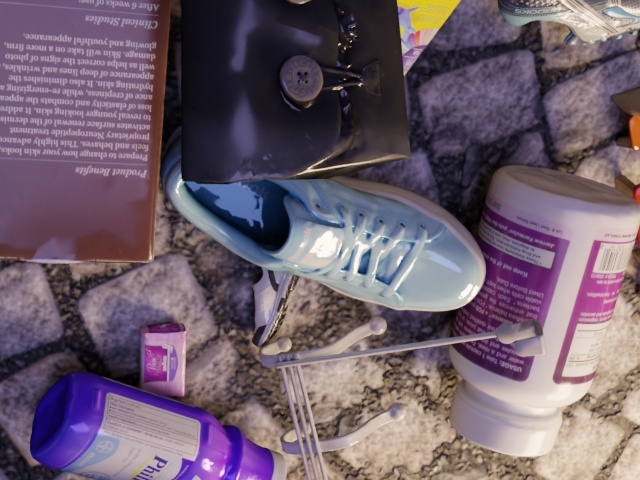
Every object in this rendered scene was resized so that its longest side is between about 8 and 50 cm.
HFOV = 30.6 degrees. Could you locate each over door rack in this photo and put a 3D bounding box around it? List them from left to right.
[{"bbox_3d":[0.112,0.206,1.280,0.324,0.108,0.239,-6,107,24],"label":"over door rack"}]

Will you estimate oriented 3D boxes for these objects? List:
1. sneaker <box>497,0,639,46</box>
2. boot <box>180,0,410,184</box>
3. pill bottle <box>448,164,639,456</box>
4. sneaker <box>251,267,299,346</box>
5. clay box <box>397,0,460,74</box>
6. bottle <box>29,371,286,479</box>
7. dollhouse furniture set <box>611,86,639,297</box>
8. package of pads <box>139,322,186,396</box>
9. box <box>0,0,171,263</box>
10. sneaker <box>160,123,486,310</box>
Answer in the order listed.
[{"bbox_3d":[0.312,-0.269,1.259,0.283,0.110,0.122,5,135,-23],"label":"sneaker"},{"bbox_3d":[-0.105,-0.263,0.971,0.367,0.146,0.445,-6,102,-21],"label":"boot"},{"bbox_3d":[0.239,0.080,1.311,0.169,0.169,0.302,8,106,-17],"label":"pill bottle"},{"bbox_3d":[-0.058,0.068,1.304,0.043,0.040,0.109,24,110,11],"label":"sneaker"},{"bbox_3d":[0.054,-0.226,1.163,0.127,0.053,0.222,5,142,-32],"label":"clay box"},{"bbox_3d":[-0.170,0.229,1.285,0.283,0.092,0.118,24,137,-30],"label":"bottle"},{"bbox_3d":[0.478,-0.059,1.342,0.259,0.135,0.262,-17,112,-9],"label":"dollhouse furniture set"},{"bbox_3d":[-0.175,0.133,1.294,0.050,0.032,0.083,-1,109,-14],"label":"package of pads"},{"bbox_3d":[-0.245,-0.177,1.112,0.191,0.143,0.381,2,106,-16],"label":"box"},{"bbox_3d":[0.000,0.000,1.193,0.366,0.150,0.135,21,113,-6],"label":"sneaker"}]
